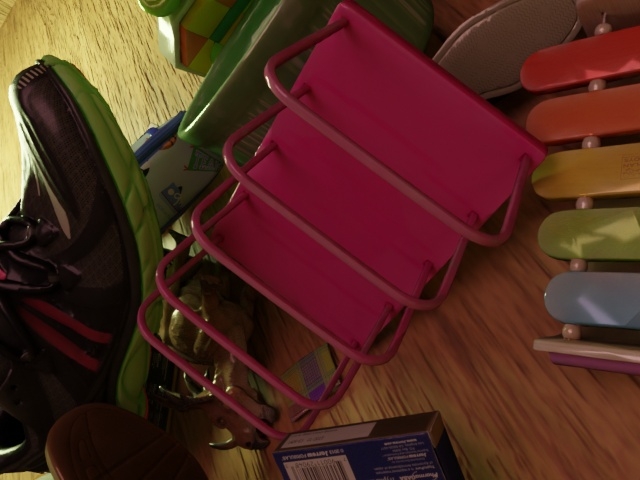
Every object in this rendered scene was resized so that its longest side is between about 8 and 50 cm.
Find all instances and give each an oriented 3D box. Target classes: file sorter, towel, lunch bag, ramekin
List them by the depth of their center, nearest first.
[{"bbox_3d":[0.000,0.000,0.512,0.291,0.202,0.182,-54,-2,37],"label":"file sorter"},{"bbox_3d":[-0.015,-0.201,0.692,0.303,0.148,0.303,-46,23,27],"label":"ramekin"},{"bbox_3d":[-0.013,0.159,0.696,0.083,0.009,0.060,-42,47,23],"label":"towel"},{"bbox_3d":[-0.251,-0.076,0.871,0.243,0.115,0.303,-47,19,-10],"label":"lunch bag"}]

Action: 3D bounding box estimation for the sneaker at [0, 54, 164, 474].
[{"bbox_3d":[-0.278,0.063,0.625,0.185,0.202,0.483,38,126,49],"label":"sneaker"}]

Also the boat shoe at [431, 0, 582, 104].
[{"bbox_3d":[0.150,-0.170,0.626,0.233,0.084,0.079,-36,8,28],"label":"boat shoe"}]

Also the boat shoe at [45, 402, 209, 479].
[{"bbox_3d":[-0.144,0.309,0.599,0.342,0.123,0.123,41,122,5],"label":"boat shoe"}]

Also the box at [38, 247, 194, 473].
[{"bbox_3d":[-0.315,0.189,0.934,0.257,0.079,0.322,-15,63,38],"label":"box"}]

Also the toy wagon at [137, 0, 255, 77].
[{"bbox_3d":[-0.074,-0.362,0.809,0.344,0.267,0.068,-47,75,19],"label":"toy wagon"}]

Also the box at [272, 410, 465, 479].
[{"bbox_3d":[0.065,0.247,0.485,0.136,0.036,0.225,-17,98,28],"label":"box"}]

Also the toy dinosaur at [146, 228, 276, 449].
[{"bbox_3d":[-0.157,0.113,0.785,0.295,0.127,0.200,36,106,52],"label":"toy dinosaur"}]

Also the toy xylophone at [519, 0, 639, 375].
[{"bbox_3d":[0.271,-0.056,0.457,0.236,0.081,0.323,-11,65,41],"label":"toy xylophone"}]

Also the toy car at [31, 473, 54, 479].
[{"bbox_3d":[-0.293,0.362,0.753,0.238,0.210,0.219,48,118,53],"label":"toy car"}]

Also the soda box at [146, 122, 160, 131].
[{"bbox_3d":[-0.293,-0.103,1.053,0.063,0.058,0.183,30,95,47],"label":"soda box"}]
